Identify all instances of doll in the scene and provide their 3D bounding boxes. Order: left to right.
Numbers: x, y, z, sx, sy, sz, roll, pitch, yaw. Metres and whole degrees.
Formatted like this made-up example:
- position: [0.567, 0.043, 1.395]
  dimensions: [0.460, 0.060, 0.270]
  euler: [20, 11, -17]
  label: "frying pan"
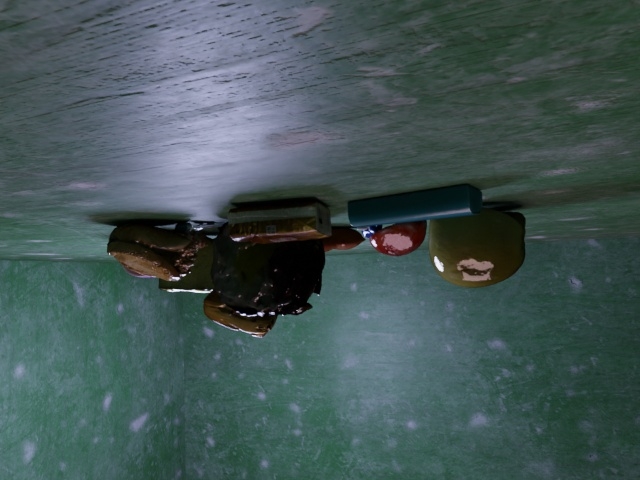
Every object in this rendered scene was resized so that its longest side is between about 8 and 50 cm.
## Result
- position: [0.172, -0.039, 1.570]
  dimensions: [0.098, 0.058, 0.143]
  euler: [7, 172, -5]
  label: "doll"

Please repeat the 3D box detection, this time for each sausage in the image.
- position: [0.000, 0.000, 1.717]
  dimensions: [0.348, 0.094, 0.097]
  euler: [-7, 172, -24]
  label: "sausage"

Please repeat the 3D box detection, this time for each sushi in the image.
- position: [-0.153, 0.086, 1.465]
  dimensions: [0.281, 0.299, 0.294]
  euler: [-5, 173, 28]
  label: "sushi"

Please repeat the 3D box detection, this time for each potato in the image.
- position: [-0.397, 0.101, 1.839]
  dimensions: [0.330, 0.213, 0.280]
  euler: [-1, 170, 18]
  label: "potato"

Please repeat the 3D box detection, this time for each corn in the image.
- position: [-0.502, 0.000, 1.631]
  dimensions: [0.237, 0.079, 0.079]
  euler: [-3, 176, -34]
  label: "corn"

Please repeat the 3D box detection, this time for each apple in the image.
- position: [0.466, 0.023, 1.408]
  dimensions: [0.257, 0.233, 0.295]
  euler: [0, 177, 31]
  label: "apple"

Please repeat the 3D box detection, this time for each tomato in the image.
- position: [0.262, -0.005, 1.521]
  dimensions: [0.189, 0.099, 0.173]
  euler: [-17, 169, -26]
  label: "tomato"

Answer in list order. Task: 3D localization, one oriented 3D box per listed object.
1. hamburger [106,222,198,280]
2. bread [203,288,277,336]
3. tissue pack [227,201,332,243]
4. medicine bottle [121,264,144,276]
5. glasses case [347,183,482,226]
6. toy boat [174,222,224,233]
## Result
- position: [-0.505, 0.029, 1.430]
  dimensions: [0.286, 0.146, 0.243]
  euler: [11, 166, 21]
  label: "hamburger"
- position: [-0.259, 0.232, 1.570]
  dimensions: [0.235, 0.099, 0.210]
  euler: [22, -170, 2]
  label: "bread"
- position: [-0.097, -0.045, 1.196]
  dimensions: [0.226, 0.092, 0.183]
  euler: [-6, 174, 12]
  label: "tissue pack"
- position: [-0.695, 0.074, 1.901]
  dimensions: [0.152, 0.152, 0.254]
  euler: [-2, 175, -10]
  label: "medicine bottle"
- position: [0.222, -0.075, 1.140]
  dimensions: [0.301, 0.070, 0.117]
  euler: [-8, 174, 35]
  label: "glasses case"
- position: [-0.372, -0.037, 1.451]
  dimensions: [0.149, 0.034, 0.105]
  euler: [-1, 178, -2]
  label: "toy boat"
